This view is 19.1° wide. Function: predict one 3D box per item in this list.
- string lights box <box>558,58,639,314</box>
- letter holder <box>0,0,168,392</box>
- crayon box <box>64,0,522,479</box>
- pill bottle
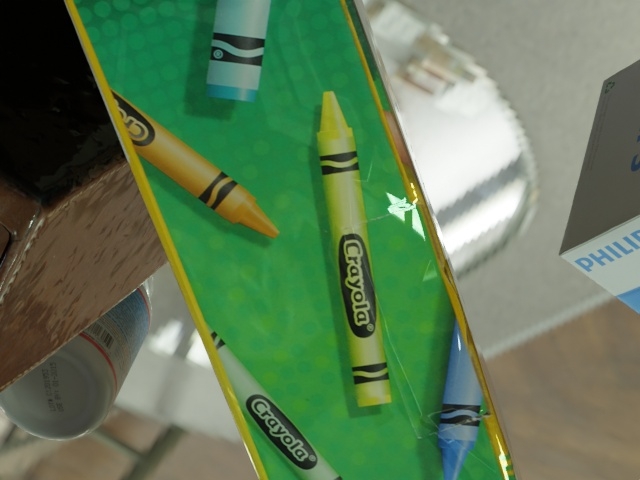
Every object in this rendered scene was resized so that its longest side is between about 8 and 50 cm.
[{"bbox_3d":[0.263,0.014,1.062,0.259,0.133,0.077,35,142,-20],"label":"string lights box"},{"bbox_3d":[-0.150,-0.020,0.865,0.152,0.302,0.214,33,118,8],"label":"letter holder"},{"bbox_3d":[0.000,0.000,0.658,0.081,0.165,0.278,-19,114,4],"label":"crayon box"},{"bbox_3d":[-0.169,0.065,1.345,0.087,0.160,0.087,5,118,9],"label":"pill bottle"}]
